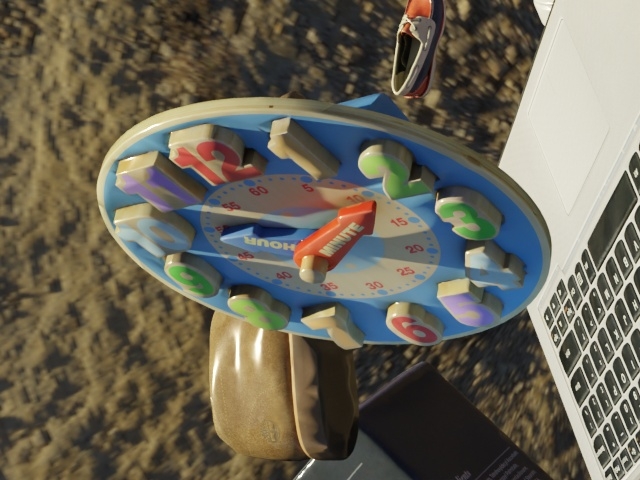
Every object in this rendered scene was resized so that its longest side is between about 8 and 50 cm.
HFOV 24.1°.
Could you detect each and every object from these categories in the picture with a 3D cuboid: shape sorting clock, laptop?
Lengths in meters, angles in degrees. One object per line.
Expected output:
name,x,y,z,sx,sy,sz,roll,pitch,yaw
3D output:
shape sorting clock,0.000,0.000,0.673,0.206,0.206,0.040,8,58,11
laptop,0.094,0.090,0.846,0.236,0.382,0.408,-14,67,-10

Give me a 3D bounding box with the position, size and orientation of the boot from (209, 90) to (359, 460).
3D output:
boot,-0.042,0.029,1.232,0.115,0.112,0.305,-6,80,25

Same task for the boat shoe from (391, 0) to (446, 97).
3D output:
boat shoe,0.107,-0.228,1.680,0.049,0.043,0.137,15,101,45

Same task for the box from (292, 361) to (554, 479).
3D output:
box,0.125,0.373,1.483,0.395,0.212,0.293,43,114,11

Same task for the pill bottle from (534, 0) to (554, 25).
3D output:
pill bottle,0.206,-0.288,1.326,0.112,0.112,0.187,-21,118,11
